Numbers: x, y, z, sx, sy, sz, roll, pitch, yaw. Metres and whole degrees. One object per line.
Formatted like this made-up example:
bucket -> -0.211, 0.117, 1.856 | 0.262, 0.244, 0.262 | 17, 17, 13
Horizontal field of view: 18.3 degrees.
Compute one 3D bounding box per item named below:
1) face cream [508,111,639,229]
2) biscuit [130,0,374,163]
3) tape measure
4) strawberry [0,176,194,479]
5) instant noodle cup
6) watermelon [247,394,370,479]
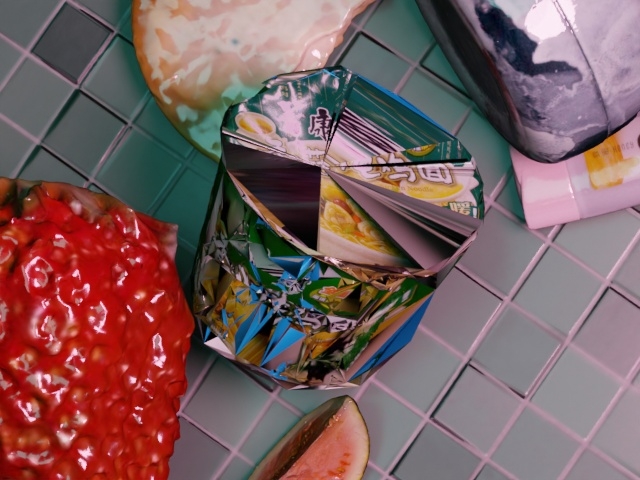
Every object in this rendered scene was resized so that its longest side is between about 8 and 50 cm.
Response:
face cream -> 0.264, -0.071, 1.705 | 0.198, 0.057, 0.084 | -15, 73, 8
biscuit -> -0.055, -0.236, 1.790 | 0.204, 0.040, 0.309 | 39, 91, 12
tape measure -> 0.169, -0.203, 1.632 | 0.147, 0.256, 0.275 | -32, 89, -1
strawberry -> -0.247, 0.119, 1.645 | 0.292, 0.292, 0.343 | 0, 82, 10
instant noodle cup -> 0.000, 0.000, 1.651 | 0.240, 0.240, 0.178 | 37, 134, 12
watermelon -> -0.023, 0.196, 1.725 | 0.163, 0.087, 0.069 | -45, 48, 2
